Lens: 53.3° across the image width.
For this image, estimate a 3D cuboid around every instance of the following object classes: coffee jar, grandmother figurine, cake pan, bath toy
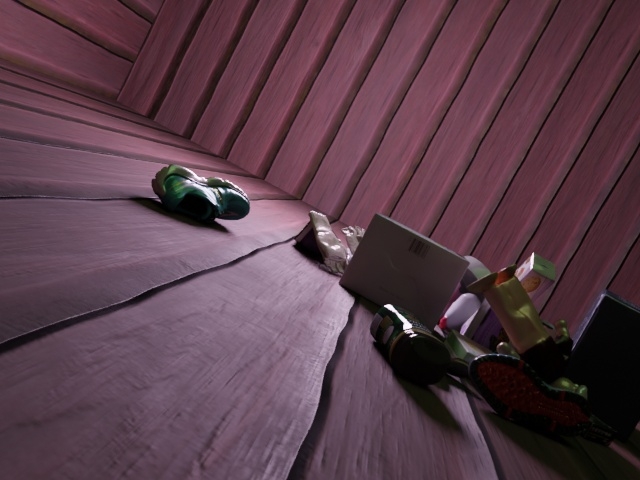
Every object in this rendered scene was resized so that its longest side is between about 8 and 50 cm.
[{"bbox_3d":[0.154,0.179,1.110,0.096,0.079,0.184,26,7,-14],"label":"coffee jar"},{"bbox_3d":[0.456,0.222,1.355,0.342,0.208,0.104,65,-22,15],"label":"grandmother figurine"},{"bbox_3d":[0.446,0.165,1.791,0.293,0.054,0.293,59,-10,17],"label":"cake pan"},{"bbox_3d":[0.333,0.162,1.839,0.348,0.129,0.151,47,-19,57],"label":"bath toy"}]

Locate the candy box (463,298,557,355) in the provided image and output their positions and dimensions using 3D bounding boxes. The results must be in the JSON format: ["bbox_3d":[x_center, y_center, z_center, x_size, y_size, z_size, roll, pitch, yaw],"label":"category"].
[{"bbox_3d":[0.443,0.239,1.484,0.196,0.164,0.070,28,8,-2],"label":"candy box"}]

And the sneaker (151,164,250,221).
[{"bbox_3d":[-0.265,-0.081,1.462,0.275,0.107,0.110,13,35,-52],"label":"sneaker"}]

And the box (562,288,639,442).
[{"bbox_3d":[0.768,0.306,1.676,0.212,0.293,0.395,31,10,22],"label":"box"}]

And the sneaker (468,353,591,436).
[{"bbox_3d":[0.366,0.289,1.188,0.262,0.104,0.125,31,-12,-16],"label":"sneaker"}]

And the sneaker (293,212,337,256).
[{"bbox_3d":[0.000,0.000,1.930,0.124,0.107,0.283,42,11,0],"label":"sneaker"}]

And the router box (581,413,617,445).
[{"bbox_3d":[0.560,0.386,1.378,0.092,0.038,0.122,25,6,-30],"label":"router box"}]

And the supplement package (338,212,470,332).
[{"bbox_3d":[0.213,0.076,1.628,0.262,0.204,0.145,28,6,6],"label":"supplement package"}]

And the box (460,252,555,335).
[{"bbox_3d":[0.450,0.160,1.561,0.067,0.324,0.063,29,43,-3],"label":"box"}]

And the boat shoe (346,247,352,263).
[{"bbox_3d":[0.084,0.054,1.939,0.063,0.066,0.184,1,17,3],"label":"boat shoe"}]

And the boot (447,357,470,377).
[{"bbox_3d":[0.233,0.236,1.181,0.107,0.037,0.114,16,0,13],"label":"boot"}]

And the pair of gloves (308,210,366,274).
[{"bbox_3d":[0.074,0.020,1.804,0.240,0.042,0.204,22,40,-40],"label":"pair of gloves"}]

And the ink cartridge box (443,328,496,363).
[{"bbox_3d":[0.285,0.234,1.363,0.235,0.056,0.171,30,7,-3],"label":"ink cartridge box"}]
